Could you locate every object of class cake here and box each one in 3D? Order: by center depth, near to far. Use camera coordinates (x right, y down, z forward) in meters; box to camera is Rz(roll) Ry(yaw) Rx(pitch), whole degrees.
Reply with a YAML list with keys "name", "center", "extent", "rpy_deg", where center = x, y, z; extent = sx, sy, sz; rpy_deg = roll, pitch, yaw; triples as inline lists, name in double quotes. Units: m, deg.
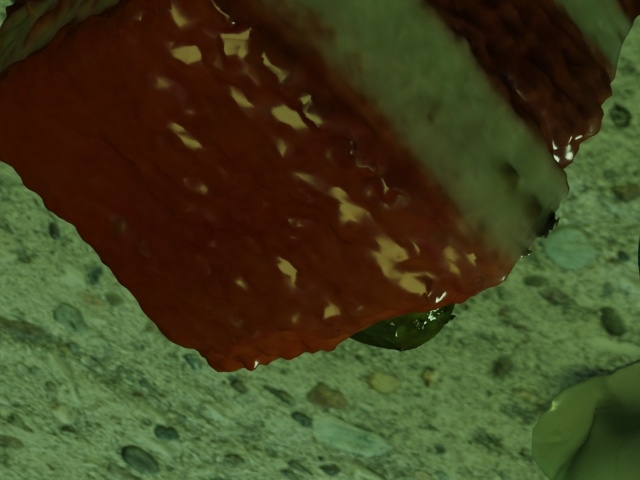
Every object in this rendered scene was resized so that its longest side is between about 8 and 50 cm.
- name: "cake"
  center: [-0.010, -0.122, 1.070]
  extent: [0.270, 0.319, 0.269]
  rpy_deg: [-24, 119, 42]

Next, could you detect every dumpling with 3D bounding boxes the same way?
- name: "dumpling"
  center: [0.265, 0.181, 1.365]
  extent: [0.229, 0.151, 0.124]
  rpy_deg: [48, -175, 19]

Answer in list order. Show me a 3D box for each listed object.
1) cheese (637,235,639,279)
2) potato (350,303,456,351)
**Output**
- name: "cheese"
  center: [0.254, -0.010, 1.170]
  extent: [0.083, 0.204, 0.320]
  rpy_deg: [-16, 118, -11]
- name: "potato"
  center: [0.000, 0.000, 1.364]
  extent: [0.225, 0.090, 0.117]
  rpy_deg: [33, 146, 6]
